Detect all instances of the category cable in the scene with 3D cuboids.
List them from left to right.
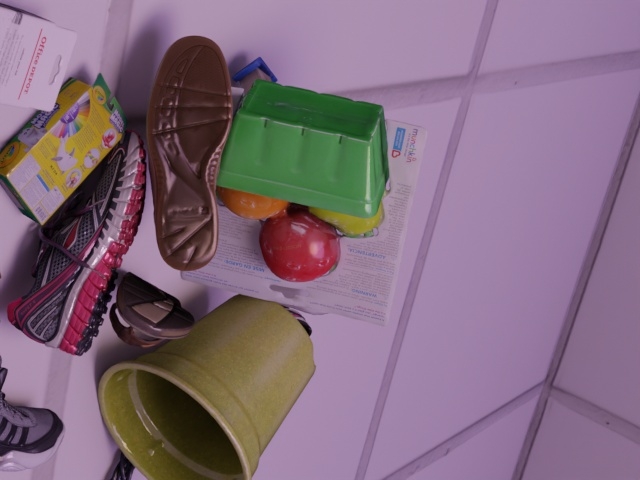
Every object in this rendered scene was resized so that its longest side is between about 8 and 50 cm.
[{"bbox_3d":[-0.279,0.375,1.954,0.184,0.047,0.150,-29,141,-49],"label":"cable"}]

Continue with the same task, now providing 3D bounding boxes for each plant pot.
[{"bbox_3d":[-0.147,0.219,1.821,0.254,0.276,0.276,-45,147,-40],"label":"plant pot"}]

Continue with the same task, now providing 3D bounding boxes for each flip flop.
[{"bbox_3d":[-0.239,0.100,1.622,0.080,0.112,0.277,-55,-167,-3],"label":"flip flop"}]

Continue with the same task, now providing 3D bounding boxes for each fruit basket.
[{"bbox_3d":[-0.032,-0.050,1.734,0.165,0.327,0.353,-72,171,-47],"label":"fruit basket"}]

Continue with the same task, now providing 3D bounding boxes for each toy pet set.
[{"bbox_3d":[-0.125,-0.211,1.734,0.114,0.065,0.122,-34,149,16],"label":"toy pet set"}]

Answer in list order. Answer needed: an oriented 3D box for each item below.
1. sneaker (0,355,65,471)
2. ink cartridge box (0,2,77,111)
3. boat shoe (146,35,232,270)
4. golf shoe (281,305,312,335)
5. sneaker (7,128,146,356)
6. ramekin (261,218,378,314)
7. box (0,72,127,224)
[{"bbox_3d":[-0.412,0.209,1.535,0.269,0.101,0.153,3,113,-56],"label":"sneaker"},{"bbox_3d":[-0.361,-0.208,1.330,0.180,0.060,0.104,7,106,-59],"label":"ink cartridge box"},{"bbox_3d":[-0.177,-0.116,1.581,0.109,0.098,0.302,-1,102,-15],"label":"boat shoe"},{"bbox_3d":[-0.091,0.149,2.025,0.186,0.086,0.067,-16,127,-49],"label":"golf shoe"},{"bbox_3d":[-0.300,-0.009,1.547,0.121,0.112,0.299,108,2,-76],"label":"sneaker"},{"bbox_3d":[0.000,0.000,2.010,0.273,0.127,0.272,-38,142,-38],"label":"ramekin"},{"bbox_3d":[-0.317,-0.119,1.492,0.179,0.043,0.105,-50,147,-20],"label":"box"}]
